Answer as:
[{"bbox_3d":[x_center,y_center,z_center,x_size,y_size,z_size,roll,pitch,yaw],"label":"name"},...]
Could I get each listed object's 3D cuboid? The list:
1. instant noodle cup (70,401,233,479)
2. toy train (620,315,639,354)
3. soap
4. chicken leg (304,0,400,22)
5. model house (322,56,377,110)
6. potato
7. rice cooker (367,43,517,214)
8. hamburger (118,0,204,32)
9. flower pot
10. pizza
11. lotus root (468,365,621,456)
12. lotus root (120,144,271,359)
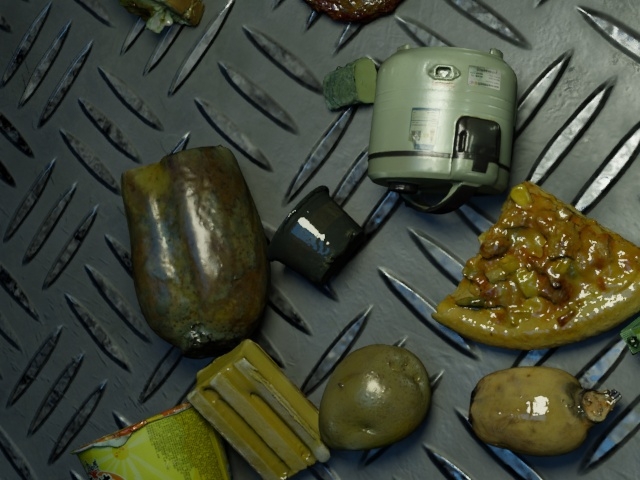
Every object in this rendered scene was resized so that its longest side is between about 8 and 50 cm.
[{"bbox_3d":[-0.269,0.400,1.406,0.264,0.264,0.200,-25,84,23],"label":"instant noodle cup"},{"bbox_3d":[0.458,0.118,1.123,0.038,0.093,0.056,59,148,7],"label":"toy train"},{"bbox_3d":[-0.095,0.286,1.351,0.135,0.076,0.233,-35,104,20],"label":"soap"},{"bbox_3d":[0.045,-0.427,1.407,0.234,0.063,0.105,27,103,25],"label":"chicken leg"},{"bbox_3d":[0.048,-0.266,1.399,0.083,0.066,0.078,-5,94,45],"label":"model house"},{"bbox_3d":[0.075,0.255,1.297,0.194,0.157,0.157,-45,67,31],"label":"potato"},{"bbox_3d":[0.185,-0.160,1.226,0.226,0.226,0.244,6,85,28],"label":"rice cooker"},{"bbox_3d":[-0.313,-0.537,1.539,0.168,0.192,0.287,3,88,18],"label":"hamburger"},{"bbox_3d":[0.000,0.000,1.351,0.107,0.157,0.157,37,103,12],"label":"flower pot"},{"bbox_3d":[0.334,0.078,1.204,0.268,0.087,0.257,34,104,24],"label":"pizza"},{"bbox_3d":[0.316,0.244,1.179,0.221,0.118,0.125,-5,101,30],"label":"lotus root"},{"bbox_3d":[-0.207,0.024,1.402,0.251,0.250,0.345,-18,77,25],"label":"lotus root"}]
